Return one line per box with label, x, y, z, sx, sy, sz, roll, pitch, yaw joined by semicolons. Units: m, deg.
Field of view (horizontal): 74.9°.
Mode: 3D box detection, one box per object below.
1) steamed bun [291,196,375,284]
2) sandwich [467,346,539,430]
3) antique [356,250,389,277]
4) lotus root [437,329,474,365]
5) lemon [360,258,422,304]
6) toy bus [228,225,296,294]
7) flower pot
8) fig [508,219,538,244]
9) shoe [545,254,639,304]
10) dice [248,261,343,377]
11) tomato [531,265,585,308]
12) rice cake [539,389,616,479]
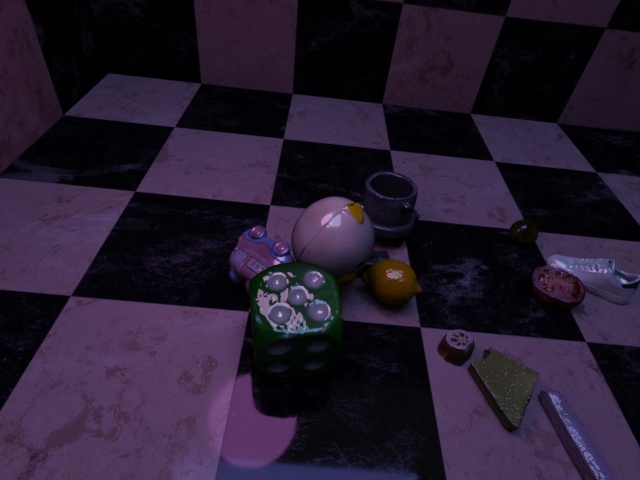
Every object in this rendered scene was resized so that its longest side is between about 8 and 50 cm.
steamed bun;0.051;-0.003;1.588;0.333;0.334;0.374;18;-1;11
sandwich;0.607;0.499;1.441;0.212;0.063;0.245;28;46;26
antique;0.198;0.101;1.787;0.182;0.088;0.086;1;42;-8
lotus root;0.499;0.386;1.536;0.122;0.081;0.112;-28;46;-33
lemon;0.282;0.164;1.658;0.244;0.187;0.187;13;42;22
toy bus;-0.235;0.104;1.645;0.294;0.197;0.232;31;65;29
flower pot;0.323;-0.139;1.929;0.299;0.283;0.299;4;39;-4
fig;0.991;-0.064;2.059;0.132;0.127;0.185;-2;45;9
shoe;1.206;0.134;1.847;0.363;0.160;0.132;29;45;21
dice;-0.089;0.270;1.410;0.300;0.297;0.287;-1;47;-9
tomato;1.005;0.207;1.793;0.224;0.085;0.225;2;42;-1
rice cake;0.817;0.648;1.302;0.070;0.064;0.399;2;43;-15
